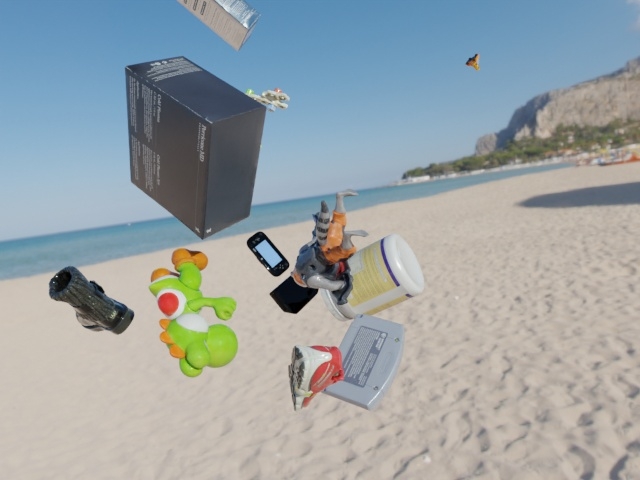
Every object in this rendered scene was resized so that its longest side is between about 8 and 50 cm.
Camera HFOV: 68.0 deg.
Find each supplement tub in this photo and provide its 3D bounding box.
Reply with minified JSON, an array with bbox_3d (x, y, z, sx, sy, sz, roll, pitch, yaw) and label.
[{"bbox_3d":[0.188,0.147,1.760,0.331,0.241,0.241,-28,-3,25],"label":"supplement tub"}]

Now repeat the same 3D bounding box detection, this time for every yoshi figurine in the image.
[{"bbox_3d":[-0.320,0.201,1.244,0.202,0.204,0.362,-13,46,-17],"label":"yoshi figurine"}]

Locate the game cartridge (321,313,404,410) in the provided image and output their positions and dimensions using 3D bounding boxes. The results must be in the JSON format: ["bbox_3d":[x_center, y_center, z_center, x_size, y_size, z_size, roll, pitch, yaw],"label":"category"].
[{"bbox_3d":[0.145,0.371,1.475,0.195,0.060,0.294,9,50,31],"label":"game cartridge"}]

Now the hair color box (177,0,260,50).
[{"bbox_3d":[-0.429,-0.961,1.932,0.105,0.347,0.174,-59,16,-21],"label":"hair color box"}]

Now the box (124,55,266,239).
[{"bbox_3d":[-0.329,-0.239,1.224,0.312,0.344,0.178,36,44,22],"label":"box"}]

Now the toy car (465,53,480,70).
[{"bbox_3d":[0.592,-0.676,1.840,0.060,0.040,0.122,-30,26,42],"label":"toy car"}]

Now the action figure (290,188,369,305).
[{"bbox_3d":[0.000,0.000,1.385,0.178,0.330,0.342,7,41,-31],"label":"action figure"}]

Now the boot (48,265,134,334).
[{"bbox_3d":[-0.820,0.201,1.630,0.347,0.131,0.260,-5,-38,42],"label":"boot"}]

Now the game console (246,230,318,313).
[{"bbox_3d":[-0.172,0.124,1.943,0.044,0.361,0.213,-41,-1,41],"label":"game console"}]

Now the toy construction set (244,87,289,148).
[{"bbox_3d":[-0.259,-0.424,1.692,0.214,0.328,0.151,12,-24,47],"label":"toy construction set"}]

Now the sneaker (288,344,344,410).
[{"bbox_3d":[-0.007,0.312,1.070,0.118,0.108,0.279,-4,-29,-12],"label":"sneaker"}]
